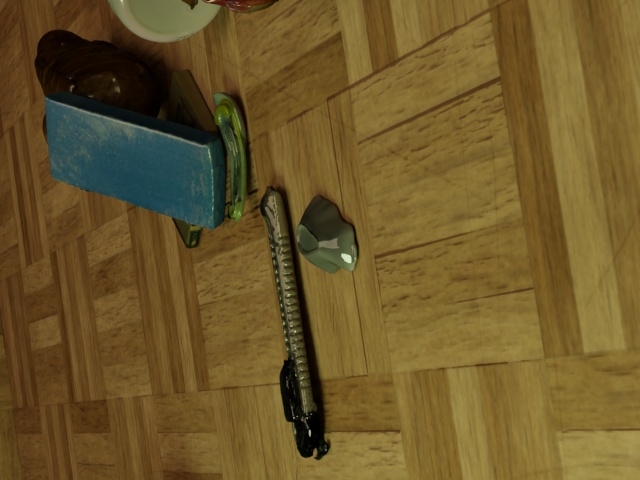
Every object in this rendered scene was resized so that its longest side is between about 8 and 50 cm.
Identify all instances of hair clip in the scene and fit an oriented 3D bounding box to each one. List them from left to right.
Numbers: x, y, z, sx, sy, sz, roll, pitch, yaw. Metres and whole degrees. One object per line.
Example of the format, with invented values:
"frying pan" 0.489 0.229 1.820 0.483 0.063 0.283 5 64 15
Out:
"hair clip" -0.120 -0.119 1.990 0.060 0.033 0.188 155 110 -63

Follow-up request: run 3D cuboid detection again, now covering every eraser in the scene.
"eraser" -0.276 -0.122 2.132 0.311 0.042 0.144 17 123 27

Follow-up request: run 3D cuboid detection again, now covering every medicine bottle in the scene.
"medicine bottle" -0.254 -0.415 2.051 0.293 0.170 0.170 -127 38 -48

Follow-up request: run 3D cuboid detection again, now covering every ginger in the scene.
"ginger" -0.367 -0.213 2.373 0.418 0.176 0.254 25 131 62

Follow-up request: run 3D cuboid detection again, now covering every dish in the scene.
"dish" 0.000 0.000 1.737 0.137 0.039 0.091 -149 56 -63

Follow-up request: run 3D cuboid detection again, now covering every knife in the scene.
"knife" -0.045 0.106 1.867 0.089 0.043 0.365 154 108 -65

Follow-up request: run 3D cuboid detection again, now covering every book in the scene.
"book" -0.207 -0.125 2.200 0.161 0.026 0.231 -119 32 -42

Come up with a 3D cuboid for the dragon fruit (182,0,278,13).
"dragon fruit" -0.074 -0.396 1.584 0.315 0.250 0.250 -27 70 48
